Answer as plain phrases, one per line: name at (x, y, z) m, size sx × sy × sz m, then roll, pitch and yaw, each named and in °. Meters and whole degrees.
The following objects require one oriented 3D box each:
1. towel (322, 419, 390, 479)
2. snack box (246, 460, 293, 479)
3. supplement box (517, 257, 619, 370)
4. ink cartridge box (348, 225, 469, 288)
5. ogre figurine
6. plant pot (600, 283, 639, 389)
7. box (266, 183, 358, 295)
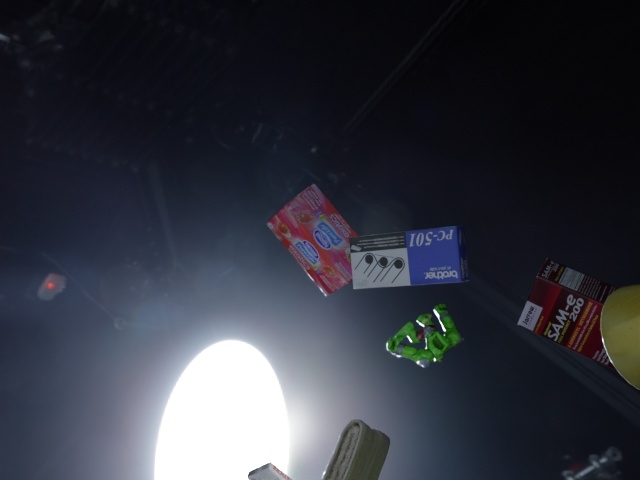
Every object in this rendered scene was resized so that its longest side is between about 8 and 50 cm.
towel at (0.044, 0.477, 1.200) m, size 0.049 × 0.187 × 0.282 m, roll 16°, pitch -106°, yaw 28°
snack box at (-0.070, 0.526, 1.349) m, size 0.064 × 0.178 × 0.022 m, roll -33°, pitch -158°, yaw 25°
supplement box at (0.502, 0.144, 1.196) m, size 0.240 × 0.073 × 0.130 m, roll 25°, pitch -49°, yaw 22°
ink cartridge box at (0.155, 0.032, 1.159) m, size 0.207 × 0.046 × 0.097 m, roll -7°, pitch -93°, yaw 30°
ogre figurine at (0.276, 0.250, 1.663) m, size 0.118 × 0.197 × 0.096 m, roll 45°, pitch -47°, yaw 31°
plant pot at (0.412, 0.104, 0.752) m, size 0.095 × 0.134 × 0.134 m, roll 134°, pitch -44°, yaw -61°
box at (0.000, 0.000, 1.691) m, size 0.256 × 0.123 × 0.128 m, roll 51°, pitch -33°, yaw -2°
